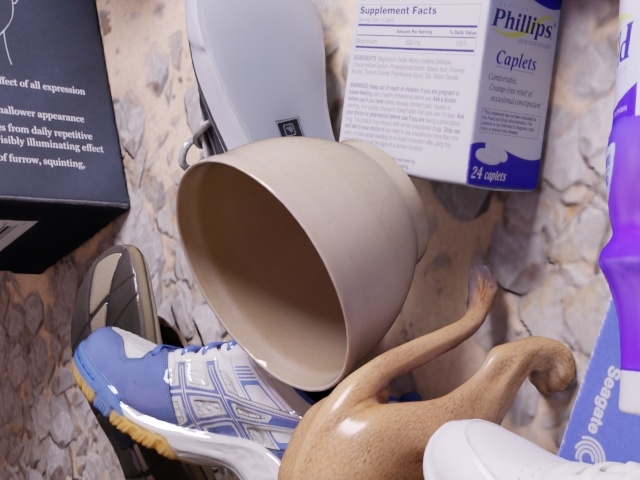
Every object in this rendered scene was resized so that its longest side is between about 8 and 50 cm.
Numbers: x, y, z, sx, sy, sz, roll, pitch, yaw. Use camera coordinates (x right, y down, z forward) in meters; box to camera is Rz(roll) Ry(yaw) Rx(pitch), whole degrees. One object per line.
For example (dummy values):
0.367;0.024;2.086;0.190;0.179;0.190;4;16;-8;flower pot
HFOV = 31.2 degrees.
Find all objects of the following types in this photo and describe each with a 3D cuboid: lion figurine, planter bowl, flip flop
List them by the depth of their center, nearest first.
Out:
0.027;0.207;0.671;0.142;0.240;0.392;-7;82;49;lion figurine
0.000;0.000;0.734;0.162;0.109;0.162;35;142;33;planter bowl
-0.137;0.137;1.001;0.112;0.080;0.277;-28;83;40;flip flop

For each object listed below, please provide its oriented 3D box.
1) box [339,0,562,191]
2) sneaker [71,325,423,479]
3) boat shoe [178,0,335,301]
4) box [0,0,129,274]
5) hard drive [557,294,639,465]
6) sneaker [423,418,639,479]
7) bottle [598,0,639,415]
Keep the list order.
0.083;-0.108;0.749;0.126;0.072;0.137;14;100;50;box
-0.051;0.113;0.855;0.296;0.112;0.131;24;97;24;sneaker
-0.046;-0.081;0.874;0.105;0.113;0.306;-23;86;53;boat shoe
-0.394;-0.183;1.142;0.212;0.294;0.395;-29;67;45;box
0.266;0.110;0.548;0.319;0.040;0.210;30;111;46;hard drive
0.187;0.144;0.538;0.305;0.114;0.152;28;103;37;sneaker
0.183;-0.057;0.544;0.092;0.118;0.282;3;85;17;bottle
